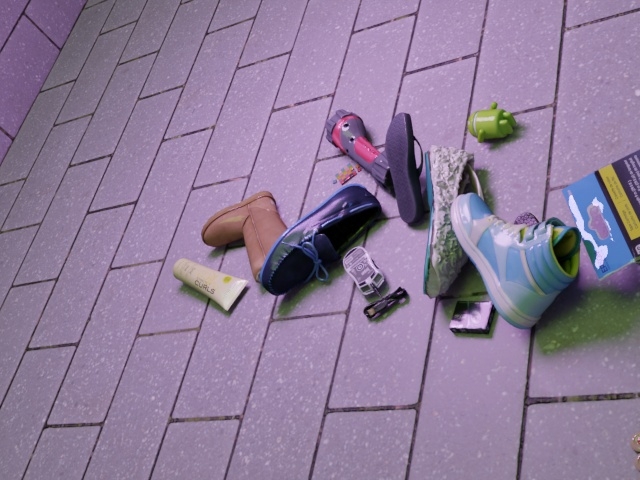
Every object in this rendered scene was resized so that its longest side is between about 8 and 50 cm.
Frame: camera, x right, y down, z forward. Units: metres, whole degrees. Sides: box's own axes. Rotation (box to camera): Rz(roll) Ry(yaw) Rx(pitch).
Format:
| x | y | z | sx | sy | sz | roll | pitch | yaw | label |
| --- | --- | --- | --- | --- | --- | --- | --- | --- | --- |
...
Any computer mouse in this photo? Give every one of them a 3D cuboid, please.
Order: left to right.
| x | y | z | sx | sy | sz | roll | pitch | yaw | label |
| --- | --- | --- | --- | --- | --- | --- | --- | --- | --- |
| 0.114 | 0.087 | 2.041 | 0.106 | 0.042 | 0.193 | -40 | 45 | 10 | computer mouse |

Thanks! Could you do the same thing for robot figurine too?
| x | y | z | sx | sy | sz | roll | pitch | yaw | label |
| --- | --- | --- | --- | --- | --- | --- | --- | --- | --- |
| 0.393 | -0.270 | 2.111 | 0.115 | 0.067 | 0.101 | 3 | 57 | 40 | robot figurine |

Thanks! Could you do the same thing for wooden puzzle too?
| x | y | z | sx | sy | sz | roll | pitch | yaw | label |
| --- | --- | --- | --- | --- | --- | --- | --- | --- | --- |
| 0.065 | -0.171 | 2.333 | 0.083 | 0.006 | 0.049 | -38 | 40 | 5 | wooden puzzle |

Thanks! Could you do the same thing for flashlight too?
| x | y | z | sx | sy | sz | roll | pitch | yaw | label |
| --- | --- | --- | --- | --- | --- | --- | --- | --- | --- |
| 0.119 | -0.232 | 2.273 | 0.103 | 0.103 | 0.304 | -41 | 39 | -4 | flashlight |

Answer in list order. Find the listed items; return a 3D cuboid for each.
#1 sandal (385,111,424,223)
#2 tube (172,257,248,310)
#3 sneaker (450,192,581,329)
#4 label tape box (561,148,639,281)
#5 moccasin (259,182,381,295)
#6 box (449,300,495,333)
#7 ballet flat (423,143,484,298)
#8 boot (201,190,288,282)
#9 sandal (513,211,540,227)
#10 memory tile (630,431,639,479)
| x | y | z | sx | sy | sz | roll | pitch | yaw | label |
| --- | --- | --- | --- | --- | --- | --- | --- | --- | --- |
| 0.203 | -0.167 | 2.100 | 0.097 | 0.054 | 0.254 | -4 | 93 | 62 | sandal |
| -0.286 | 0.104 | 2.336 | 0.240 | 0.062 | 0.070 | 22 | 111 | 42 | tube |
| 0.391 | -0.010 | 1.768 | 0.208 | 0.127 | 0.319 | -48 | 52 | 33 | sneaker |
| 0.657 | -0.064 | 1.685 | 0.347 | 0.115 | 0.249 | -29 | 41 | 20 | label tape box |
| 0.000 | 0.000 | 2.137 | 0.342 | 0.138 | 0.117 | -48 | 45 | -5 | moccasin |
| 0.308 | 0.155 | 1.840 | 0.083 | 0.018 | 0.067 | -1 | 54 | 38 | box |
| 0.289 | -0.057 | 1.965 | 0.147 | 0.147 | 0.409 | -17 | 46 | 27 | ballet flat |
| -0.183 | 0.010 | 2.311 | 0.236 | 0.089 | 0.269 | -34 | 42 | 10 | boot |
| 0.448 | 0.017 | 1.828 | 0.067 | 0.040 | 0.179 | -37 | 48 | 19 | sandal |
| 0.561 | 0.363 | 1.456 | 0.113 | 0.012 | 0.148 | -21 | 45 | 24 | memory tile |
